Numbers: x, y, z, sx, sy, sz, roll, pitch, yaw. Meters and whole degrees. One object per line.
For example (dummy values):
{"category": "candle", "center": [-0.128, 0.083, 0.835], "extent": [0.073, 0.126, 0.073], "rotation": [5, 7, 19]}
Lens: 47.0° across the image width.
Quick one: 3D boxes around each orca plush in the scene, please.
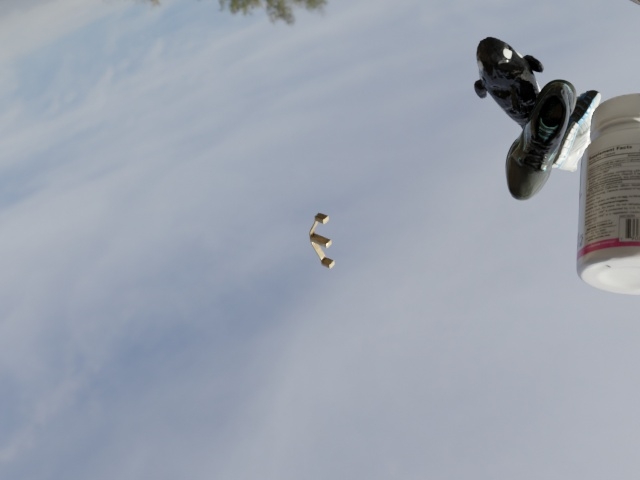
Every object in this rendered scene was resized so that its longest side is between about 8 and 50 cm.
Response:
{"category": "orca plush", "center": [0.408, -0.295, 1.586], "extent": [0.151, 0.287, 0.102], "rotation": [-4, -136, 21]}

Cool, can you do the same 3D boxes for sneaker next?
{"category": "sneaker", "center": [0.580, -0.241, 1.644], "extent": [0.083, 0.190, 0.071], "rotation": [18, -161, -17]}
{"category": "sneaker", "center": [0.452, -0.206, 1.541], "extent": [0.101, 0.267, 0.106], "rotation": [19, -159, 14]}

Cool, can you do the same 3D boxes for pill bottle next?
{"category": "pill bottle", "center": [0.484, -0.073, 1.138], "extent": [0.160, 0.160, 0.283], "rotation": [-2, -115, 30]}

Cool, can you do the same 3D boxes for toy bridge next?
{"category": "toy bridge", "center": [0.000, 0.000, 2.076], "extent": [0.063, 0.188, 0.026], "rotation": [22, -132, 30]}

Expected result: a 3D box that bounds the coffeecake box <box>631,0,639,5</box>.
{"category": "coffeecake box", "center": [0.426, -0.360, 0.850], "extent": [0.185, 0.068, 0.142], "rotation": [-42, -131, 4]}
